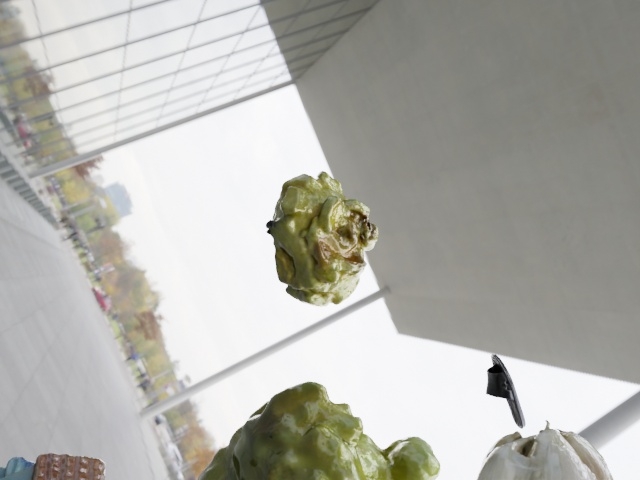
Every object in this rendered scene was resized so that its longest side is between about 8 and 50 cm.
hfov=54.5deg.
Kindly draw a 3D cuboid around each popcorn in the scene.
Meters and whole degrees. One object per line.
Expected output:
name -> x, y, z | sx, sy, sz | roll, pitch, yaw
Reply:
popcorn -> 0.001, 0.280, 0.589 | 0.237, 0.293, 0.293 | 38, -10, -22
popcorn -> 0.000, 0.000, 1.285 | 0.252, 0.215, 0.286 | -140, -147, -64

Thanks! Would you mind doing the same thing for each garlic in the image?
garlic -> 0.371, 0.390, 0.980 | 0.185, 0.281, 0.203 | 168, -71, -74

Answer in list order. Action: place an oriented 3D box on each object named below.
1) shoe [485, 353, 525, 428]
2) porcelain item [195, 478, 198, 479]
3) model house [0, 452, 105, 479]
shoe -> 0.369, 0.314, 1.268 | 0.062, 0.053, 0.159 | 125, -57, -87
porcelain item -> -0.139, 0.578, 1.225 | 0.286, 0.157, 0.281 | 26, -2, 15
model house -> -0.390, 0.463, 0.931 | 0.251, 0.329, 0.295 | 62, 1, -36
